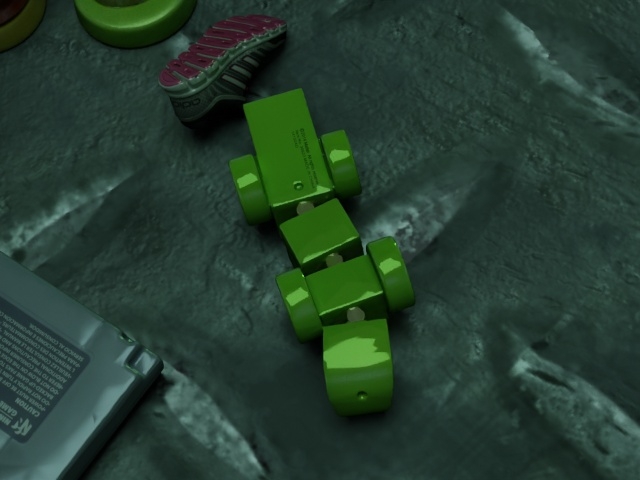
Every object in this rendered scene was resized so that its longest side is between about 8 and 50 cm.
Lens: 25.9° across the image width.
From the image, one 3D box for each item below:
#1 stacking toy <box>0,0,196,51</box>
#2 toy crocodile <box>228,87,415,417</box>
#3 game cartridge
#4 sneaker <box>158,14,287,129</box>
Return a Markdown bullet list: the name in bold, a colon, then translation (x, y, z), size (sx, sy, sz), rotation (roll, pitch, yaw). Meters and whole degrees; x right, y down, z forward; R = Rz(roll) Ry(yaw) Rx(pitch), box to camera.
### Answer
- **stacking toy**: translation (-0.261, -0.347, 1.447), size (0.280, 0.130, 0.308), rotation (7, 65, 10)
- **toy crocodile**: translation (0.000, 0.000, 1.270), size (0.115, 0.105, 0.340), rotation (-20, 58, -4)
- **game cartridge**: translation (-0.314, 0.113, 1.264), size (0.294, 0.060, 0.196), rotation (31, 67, 19)
- **sneaker**: translation (-0.092, -0.166, 1.381), size (0.063, 0.074, 0.170), rotation (16, 42, 32)
